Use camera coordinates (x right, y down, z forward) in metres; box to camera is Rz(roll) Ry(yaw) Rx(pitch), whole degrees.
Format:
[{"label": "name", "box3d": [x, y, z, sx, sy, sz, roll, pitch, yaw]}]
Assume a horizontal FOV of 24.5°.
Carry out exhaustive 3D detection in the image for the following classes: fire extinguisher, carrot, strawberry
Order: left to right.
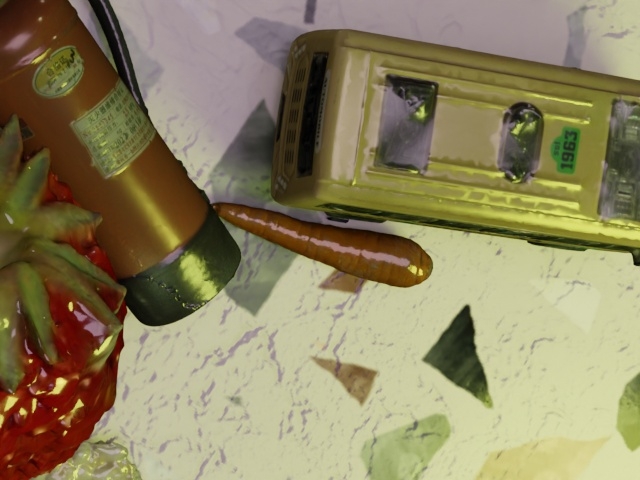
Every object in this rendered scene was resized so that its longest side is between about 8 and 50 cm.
[{"label": "strawberry", "box3d": [-0.300, 0.094, 1.141, 0.292, 0.292, 0.343, 15, 133, -14]}, {"label": "fire extinguisher", "box3d": [-0.209, -0.115, 1.252, 0.113, 0.200, 0.376, -28, 118, 12]}, {"label": "carrot", "box3d": [0.000, 0.000, 1.368, 0.216, 0.048, 0.048, 16, 89, -8]}]

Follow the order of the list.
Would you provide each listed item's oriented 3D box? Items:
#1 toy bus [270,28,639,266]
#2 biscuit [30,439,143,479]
[{"label": "toy bus", "box3d": [0.152, -0.082, 1.318, 0.365, 0.202, 0.177, 7, 90, -15]}, {"label": "biscuit", "box3d": [-0.227, 0.264, 1.326, 0.265, 0.040, 0.188, 27, 87, -15]}]
